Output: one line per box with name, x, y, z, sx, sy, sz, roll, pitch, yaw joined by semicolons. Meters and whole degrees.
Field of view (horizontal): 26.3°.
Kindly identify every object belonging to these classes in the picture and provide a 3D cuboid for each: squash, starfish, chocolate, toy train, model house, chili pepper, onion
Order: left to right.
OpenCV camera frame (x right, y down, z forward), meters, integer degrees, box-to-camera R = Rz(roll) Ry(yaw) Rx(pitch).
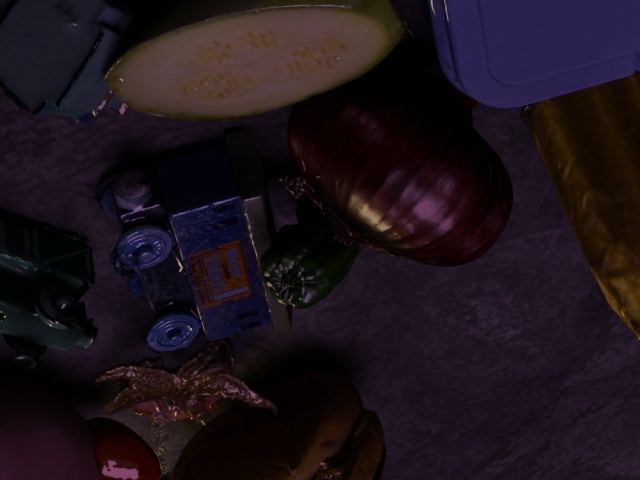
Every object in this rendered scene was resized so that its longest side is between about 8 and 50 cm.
toy train;-0.377;0.044;1.598;0.269;0.154;0.115;22;128;-34
model house;-0.247;-0.191;1.431;0.148;0.119;0.149;-54;155;8
starfish;-0.188;0.198;1.783;0.277;0.062;0.236;10;151;-37
toy train;-0.147;0.011;1.659;0.202;0.131;0.299;-17;141;-5
squash;-0.062;-0.184;1.375;0.260;0.189;0.189;-43;136;-3
chili pepper;-0.001;0.000;1.612;0.099;0.253;0.083;-9;107;15
onion;0.109;-0.108;1.513;0.285;0.273;0.273;-51;132;2
chocolate;0.357;-0.008;1.547;0.162;0.445;0.162;-7;143;-6

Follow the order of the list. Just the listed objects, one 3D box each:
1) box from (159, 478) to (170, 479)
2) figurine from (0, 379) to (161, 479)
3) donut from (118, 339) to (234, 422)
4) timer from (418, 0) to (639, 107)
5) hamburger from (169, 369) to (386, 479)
box;-0.231;0.401;2.134;0.052;0.023;0.082;1;136;-17
figurine;-0.403;0.286;1.827;0.270;0.211;0.261;-14;-171;39
donut;-0.190;0.205;1.900;0.166;0.065;0.117;-17;138;5
timer;0.266;-0.334;1.360;0.395;0.173;0.395;-8;137;-7
hamburger;-0.060;0.318;1.901;0.304;0.284;0.174;-31;107;17
